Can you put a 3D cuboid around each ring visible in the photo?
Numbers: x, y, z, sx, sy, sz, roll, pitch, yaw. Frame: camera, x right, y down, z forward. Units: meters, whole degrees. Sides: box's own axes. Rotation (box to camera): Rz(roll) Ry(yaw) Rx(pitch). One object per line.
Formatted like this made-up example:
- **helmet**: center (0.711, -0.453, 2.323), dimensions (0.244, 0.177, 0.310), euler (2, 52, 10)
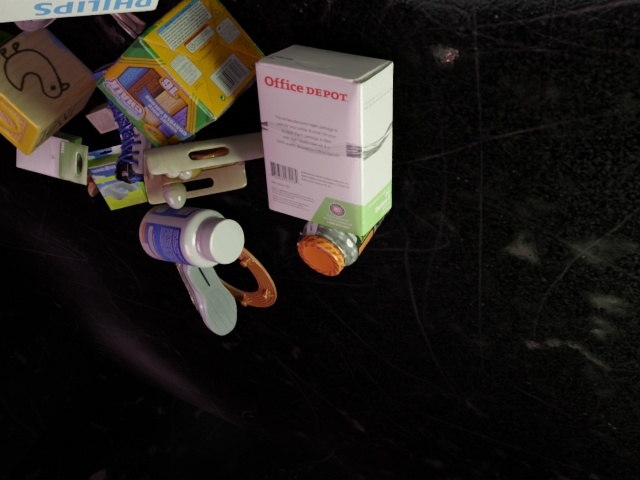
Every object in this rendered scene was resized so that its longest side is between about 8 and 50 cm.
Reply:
- **ring**: center (-0.274, 0.086, 1.905), dimensions (0.337, 0.032, 0.336), euler (25, 148, 17)

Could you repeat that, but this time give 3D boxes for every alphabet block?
- **alphabet block**: center (-0.668, -0.348, 1.529), dimensions (0.192, 0.197, 0.193), euler (43, 149, -13)

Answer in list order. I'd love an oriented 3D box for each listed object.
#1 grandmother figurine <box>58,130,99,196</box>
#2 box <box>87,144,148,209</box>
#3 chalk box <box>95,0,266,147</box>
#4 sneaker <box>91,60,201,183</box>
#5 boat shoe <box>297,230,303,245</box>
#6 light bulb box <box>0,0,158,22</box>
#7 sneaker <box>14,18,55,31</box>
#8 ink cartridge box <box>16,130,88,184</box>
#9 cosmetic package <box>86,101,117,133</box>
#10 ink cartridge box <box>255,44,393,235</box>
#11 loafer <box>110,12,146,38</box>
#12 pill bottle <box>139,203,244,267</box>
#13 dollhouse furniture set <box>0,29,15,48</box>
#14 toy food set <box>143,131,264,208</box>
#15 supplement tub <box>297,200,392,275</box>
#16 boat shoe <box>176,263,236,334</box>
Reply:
- **grandmother figurine**: center (-0.739, -0.273, 1.807), dimensions (0.342, 0.104, 0.207), euler (34, 127, -1)
- **box**: center (-0.542, -0.166, 1.759), dimensions (0.109, 0.042, 0.178), euler (-14, 137, 2)
- **chalk box**: center (-0.268, -0.295, 1.208), dimensions (0.179, 0.180, 0.289), euler (48, 147, -20)
- **sneaker**: center (-0.391, -0.224, 1.433), dimensions (0.128, 0.182, 0.315), euler (-3, 132, 46)
- **boat shoe**: center (0.000, 0.000, 1.492), dimensions (0.125, 0.038, 0.046), euler (7, -178, 42)
- **light bulb box**: center (-0.312, -0.510, 0.758), dimensions (0.361, 0.225, 0.357), euler (-36, 72, 60)
- **sneaker**: center (-0.586, -0.492, 1.320), dimensions (0.105, 0.115, 0.281), euler (46, 149, -17)
- **ink cartridge box**: center (-0.686, -0.225, 1.724), dimensions (0.209, 0.062, 0.108), euler (15, 110, 10)
- **cosmetic package**: center (-0.511, -0.299, 1.592), dimensions (0.115, 0.041, 0.060), euler (0, 135, 46)
- **ink cartridge box**: center (0.010, -0.169, 1.100), dimensions (0.199, 0.115, 0.272), euler (18, 129, 28)
- **loafer**: center (-0.391, -0.447, 1.271), dimensions (0.125, 0.039, 0.045), euler (46, -178, -11)
- **pill bottle**: center (-0.330, -0.010, 1.705), dimensions (0.272, 0.152, 0.152), euler (9, 140, 40)
- **dollhouse furniture set**: center (-0.892, -0.441, 1.674), dimensions (0.302, 0.151, 0.197), euler (24, 148, 20)
- **toy food set**: center (-0.231, -0.129, 1.304), dimensions (0.306, 0.220, 0.092), euler (161, 97, -74)
- **supplement tub**: center (0.044, -0.032, 1.246), dimensions (0.117, 0.190, 0.117), euler (26, 148, 18)
- **boat shoe**: center (-0.334, 0.151, 1.949), dimensions (0.094, 0.109, 0.302), euler (28, 144, 46)
